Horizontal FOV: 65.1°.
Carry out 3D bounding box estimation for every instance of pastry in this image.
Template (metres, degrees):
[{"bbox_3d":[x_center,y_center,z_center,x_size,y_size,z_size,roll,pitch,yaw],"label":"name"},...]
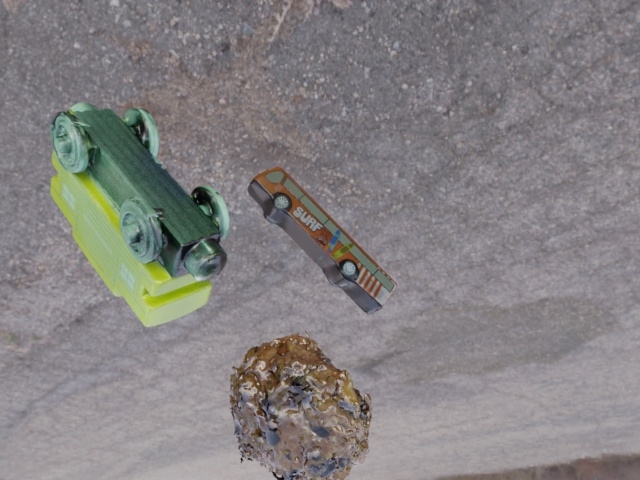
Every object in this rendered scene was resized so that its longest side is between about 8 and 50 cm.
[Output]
[{"bbox_3d":[-0.029,0.285,0.855,0.274,0.275,0.193,-12,-171,20],"label":"pastry"}]

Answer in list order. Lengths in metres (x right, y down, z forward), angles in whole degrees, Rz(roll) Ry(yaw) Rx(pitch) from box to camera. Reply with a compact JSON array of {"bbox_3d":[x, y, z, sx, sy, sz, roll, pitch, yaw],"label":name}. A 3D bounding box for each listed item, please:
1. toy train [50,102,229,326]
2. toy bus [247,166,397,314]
[{"bbox_3d":[-0.335,-0.050,0.898,0.179,0.442,0.272,-21,148,-44],"label":"toy train"},{"bbox_3d":[0.000,0.000,1.150,0.409,0.092,0.093,46,152,-1],"label":"toy bus"}]
